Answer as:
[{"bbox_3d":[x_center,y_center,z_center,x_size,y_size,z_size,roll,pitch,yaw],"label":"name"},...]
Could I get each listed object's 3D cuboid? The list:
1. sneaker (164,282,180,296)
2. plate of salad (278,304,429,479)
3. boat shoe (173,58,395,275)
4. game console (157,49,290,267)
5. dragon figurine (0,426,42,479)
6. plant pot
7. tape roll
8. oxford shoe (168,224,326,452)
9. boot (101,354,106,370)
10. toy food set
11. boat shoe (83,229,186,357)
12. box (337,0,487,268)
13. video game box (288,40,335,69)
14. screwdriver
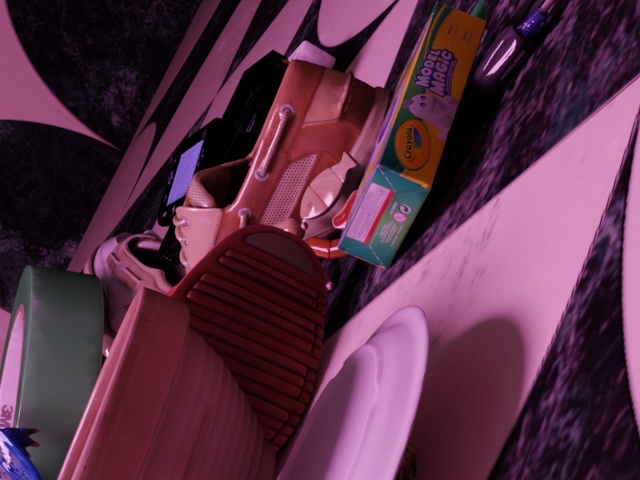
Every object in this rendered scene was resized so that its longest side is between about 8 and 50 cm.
[{"bbox_3d":[-0.163,0.138,1.464,0.221,0.087,0.128,-62,13,-13],"label":"sneaker"},{"bbox_3d":[0.016,0.128,0.820,0.200,0.048,0.200,-60,11,20],"label":"plate of salad"},{"bbox_3d":[-0.057,-0.017,1.299,0.324,0.120,0.122,-54,13,26],"label":"boat shoe"},{"bbox_3d":[-0.122,-0.067,1.660,0.213,0.044,0.361,-65,13,-13],"label":"game console"},{"bbox_3d":[-0.276,0.218,1.390,0.085,0.289,0.144,-41,-6,0],"label":"dragon figurine"},{"bbox_3d":[-0.096,0.155,0.901,0.237,0.110,0.237,-158,90,-82],"label":"plant pot"},{"bbox_3d":[-0.291,0.189,1.644,0.321,0.077,0.321,-170,90,-75],"label":"tape roll"},{"bbox_3d":[-0.101,0.148,1.100,0.348,0.123,0.130,-64,7,-23],"label":"oxford shoe"},{"bbox_3d":[-0.329,0.233,1.854,0.207,0.090,0.248,-56,-11,-56],"label":"boot"},{"bbox_3d":[0.000,0.000,1.201,0.122,0.019,0.078,-44,55,21],"label":"toy food set"},{"bbox_3d":[-0.188,0.048,1.750,0.103,0.113,0.302,-54,21,10],"label":"boat shoe"},{"bbox_3d":[0.066,-0.081,1.087,0.105,0.043,0.179,115,179,-54],"label":"box"},{"bbox_3d":[-0.069,-0.094,1.713,0.205,0.048,0.187,-38,24,61],"label":"video game box"},{"bbox_3d":[0.151,-0.154,1.009,0.170,0.025,0.024,-47,17,35],"label":"screwdriver"}]
